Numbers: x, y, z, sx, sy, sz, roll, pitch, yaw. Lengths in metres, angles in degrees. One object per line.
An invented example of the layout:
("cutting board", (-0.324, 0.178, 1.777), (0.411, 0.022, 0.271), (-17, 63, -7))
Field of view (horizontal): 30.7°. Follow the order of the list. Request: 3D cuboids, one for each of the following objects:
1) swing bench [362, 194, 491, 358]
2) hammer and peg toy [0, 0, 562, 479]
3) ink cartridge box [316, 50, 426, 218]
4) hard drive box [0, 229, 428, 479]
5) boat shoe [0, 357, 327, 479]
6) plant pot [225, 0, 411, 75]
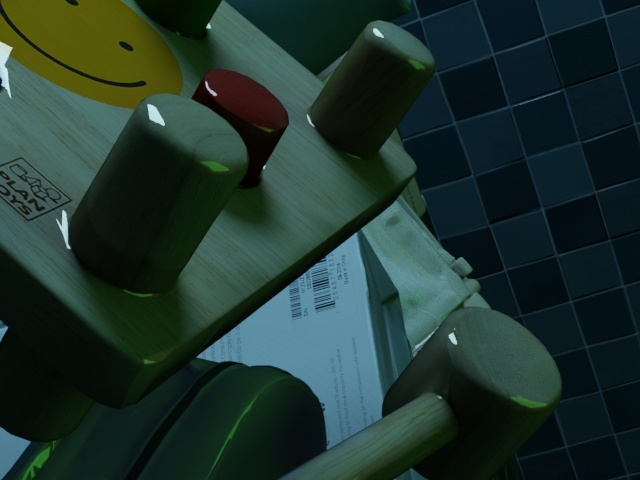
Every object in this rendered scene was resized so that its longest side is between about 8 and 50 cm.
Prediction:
("swing bench", (0.000, 0.000, 0.953), (0.253, 0.165, 0.254), (51, 4, 2))
("hammer and peg toy", (-0.060, -0.037, 0.435), (0.361, 0.127, 0.266), (41, 28, 8))
("ink cartridge box", (0.008, -0.077, 1.321), (0.193, 0.088, 0.235), (-47, 125, -38))
("hard drive box", (-0.064, 0.111, 0.630), (0.089, 0.232, 0.181), (58, 20, -51))
("boat shoe", (-0.144, 0.183, 0.444), (0.367, 0.156, 0.136), (-60, 144, -33))
("plant pot", (-0.060, -0.253, 1.072), (0.271, 0.255, 0.272), (-17, 90, -77))
